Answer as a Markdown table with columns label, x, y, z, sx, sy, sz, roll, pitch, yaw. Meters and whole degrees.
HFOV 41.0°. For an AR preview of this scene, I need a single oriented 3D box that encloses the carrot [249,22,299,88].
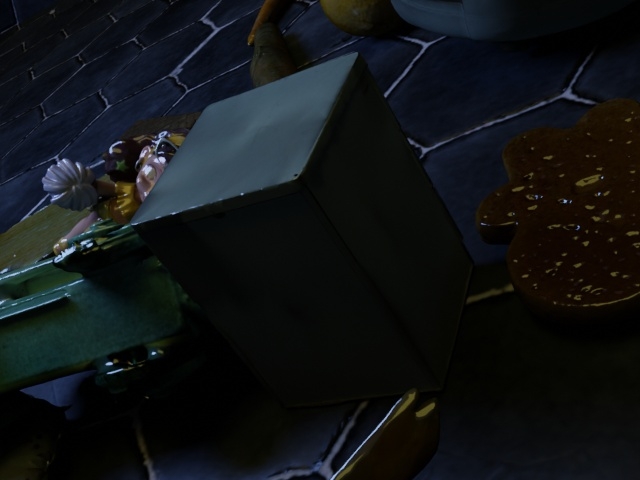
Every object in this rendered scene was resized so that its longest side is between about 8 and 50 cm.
| label | x | y | z | sx | sy | sz | roll | pitch | yaw |
| --- | --- | --- | --- | --- | --- | --- | --- | --- | --- |
| carrot | -0.072 | -0.261 | 1.242 | 0.070 | 0.070 | 0.342 | -30 | 28 | 8 |

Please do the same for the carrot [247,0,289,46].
| label | x | y | z | sx | sy | sz | roll | pitch | yaw |
| --- | --- | --- | --- | --- | --- | --- | --- | --- | --- |
| carrot | -0.091 | -0.381 | 1.468 | 0.037 | 0.037 | 0.190 | -12 | 40 | 34 |

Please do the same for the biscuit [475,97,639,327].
| label | x | y | z | sx | sy | sz | roll | pitch | yaw |
| --- | --- | --- | --- | --- | --- | --- | --- | --- | --- |
| biscuit | 0.204 | -0.023 | 0.641 | 0.179 | 0.039 | 0.236 | -17 | 34 | 20 |

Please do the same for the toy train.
| label | x | y | z | sx | sy | sz | roll | pitch | yaw |
| --- | --- | --- | --- | --- | --- | --- | --- | --- | --- |
| toy train | -0.215 | 0.062 | 0.782 | 0.368 | 0.150 | 0.237 | -17 | 11 | 23 |

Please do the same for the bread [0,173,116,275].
| label | x | y | z | sx | sy | sz | roll | pitch | yaw |
| --- | --- | --- | --- | --- | --- | --- | --- | --- | --- |
| bread | -0.347 | 0.001 | 1.138 | 0.286 | 0.056 | 0.207 | -26 | 29 | 15 |

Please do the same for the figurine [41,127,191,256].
| label | x | y | z | sx | sy | sz | roll | pitch | yaw |
| --- | --- | --- | --- | --- | --- | --- | --- | --- | --- |
| figurine | -0.214 | -0.034 | 0.978 | 0.240 | 0.175 | 0.116 | -35 | 2 | 13 |

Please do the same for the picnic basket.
| label | x | y | z | sx | sy | sz | roll | pitch | yaw |
| --- | --- | --- | --- | --- | --- | --- | --- | --- | --- |
| picnic basket | -0.233 | -0.136 | 1.229 | 0.193 | 0.055 | 0.110 | 1 | 45 | 48 |

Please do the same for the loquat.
| label | x | y | z | sx | sy | sz | roll | pitch | yaw |
| --- | --- | --- | --- | --- | --- | --- | --- | --- | --- |
| loquat | 0.065 | -0.339 | 1.148 | 0.141 | 0.141 | 0.141 | -25 | 31 | 16 |

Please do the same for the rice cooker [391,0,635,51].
| label | x | y | z | sx | sy | sz | roll | pitch | yaw |
| --- | --- | --- | --- | --- | --- | --- | --- | --- | --- |
| rice cooker | 0.198 | -0.383 | 0.884 | 0.335 | 0.325 | 0.335 | -12 | 40 | 10 |

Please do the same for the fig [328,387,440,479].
| label | x | y | z | sx | sy | sz | roll | pitch | yaw |
| --- | --- | --- | --- | --- | --- | --- | --- | --- | --- |
| fig | -0.096 | 0.183 | 0.358 | 0.369 | 0.286 | 0.286 | -49 | 29 | 6 |

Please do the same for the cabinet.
| label | x | y | z | sx | sy | sz | roll | pitch | yaw |
| --- | --- | --- | --- | --- | --- | --- | --- | --- | --- |
| cabinet | 0.000 | 0.000 | 0.640 | 0.145 | 0.206 | 0.150 | -13 | 36 | 32 |

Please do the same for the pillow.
| label | x | y | z | sx | sy | sz | roll | pitch | yaw |
| --- | --- | --- | --- | --- | --- | --- | --- | --- | --- |
| pillow | -0.270 | 0.208 | 0.766 | 0.093 | 0.051 | 0.241 | -25 | 27 | 7 |
